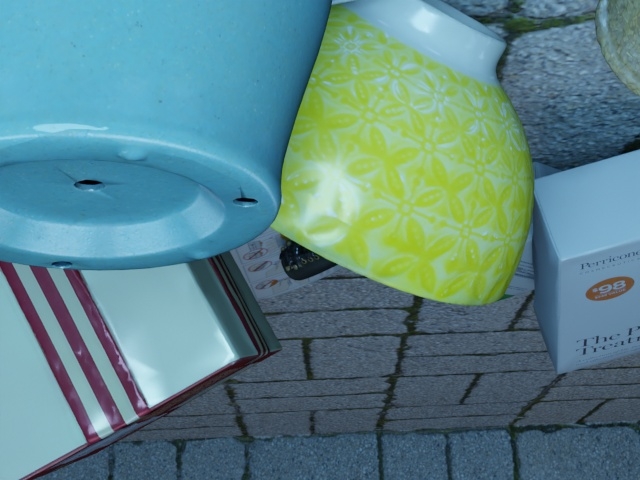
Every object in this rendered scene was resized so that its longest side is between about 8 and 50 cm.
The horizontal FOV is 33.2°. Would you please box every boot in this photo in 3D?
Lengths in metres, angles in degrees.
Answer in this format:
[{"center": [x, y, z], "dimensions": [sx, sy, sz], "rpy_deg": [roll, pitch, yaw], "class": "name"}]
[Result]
[{"center": [0.000, 0.000, 1.152], "dimensions": [0.137, 0.076, 0.198], "rpy_deg": [-21, 158, 16], "class": "boot"}]

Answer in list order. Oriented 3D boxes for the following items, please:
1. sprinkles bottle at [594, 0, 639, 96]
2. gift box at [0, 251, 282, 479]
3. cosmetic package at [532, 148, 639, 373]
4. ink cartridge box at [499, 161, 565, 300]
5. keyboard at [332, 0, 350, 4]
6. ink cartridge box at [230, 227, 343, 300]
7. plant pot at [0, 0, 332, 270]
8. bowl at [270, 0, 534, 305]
[{"center": [0.276, -0.199, 0.594], "dimensions": [0.121, 0.121, 0.355], "rpy_deg": [1, 161, -10], "class": "sprinkles bottle"}, {"center": [-0.207, 0.045, 0.953], "dimensions": [0.255, 0.258, 0.276], "rpy_deg": [-29, 175, 0], "class": "gift box"}, {"center": [0.399, -0.005, 1.049], "dimensions": [0.377, 0.097, 0.284], "rpy_deg": [-16, 148, 4], "class": "cosmetic package"}, {"center": [0.213, -0.002, 1.200], "dimensions": [0.153, 0.086, 0.208], "rpy_deg": [13, 155, -39], "class": "ink cartridge box"}, {"center": [-0.034, -0.176, 0.693], "dimensions": [0.256, 0.072, 0.014], "rpy_deg": [-8, 156, 15], "class": "keyboard"}, {"center": [-0.154, 0.008, 1.247], "dimensions": [0.385, 0.091, 0.308], "rpy_deg": [-19, 160, -3], "class": "ink cartridge box"}, {"center": [-0.111, -0.129, 0.544], "dimensions": [0.272, 0.255, 0.271], "rpy_deg": [-3, 160, -1], "class": "plant pot"}, {"center": [0.041, -0.098, 0.752], "dimensions": [0.290, 0.289, 0.156], "rpy_deg": [14, 113, -39], "class": "bowl"}]
